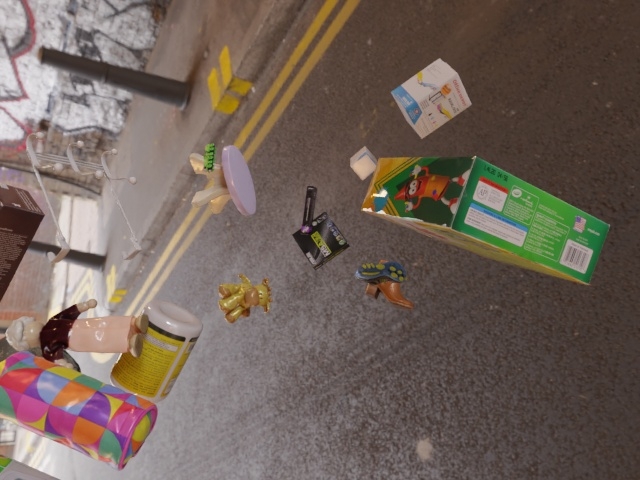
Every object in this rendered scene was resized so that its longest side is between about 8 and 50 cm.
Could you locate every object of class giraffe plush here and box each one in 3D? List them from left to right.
[{"bbox_3d":[-0.278,0.228,1.820,0.171,0.210,0.181,-3,116,36],"label":"giraffe plush"}]

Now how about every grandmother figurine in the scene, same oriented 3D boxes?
[{"bbox_3d":[-0.648,0.253,1.205,0.207,0.343,0.104,-90,4,-47],"label":"grandmother figurine"}]

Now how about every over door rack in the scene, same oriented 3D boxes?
[{"bbox_3d":[-0.586,-0.111,1.173,0.108,0.240,0.324,-23,79,23],"label":"over door rack"}]

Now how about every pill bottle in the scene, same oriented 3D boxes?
[{"bbox_3d":[-0.514,0.366,1.390,0.188,0.188,0.333,30,92,54],"label":"pill bottle"}]

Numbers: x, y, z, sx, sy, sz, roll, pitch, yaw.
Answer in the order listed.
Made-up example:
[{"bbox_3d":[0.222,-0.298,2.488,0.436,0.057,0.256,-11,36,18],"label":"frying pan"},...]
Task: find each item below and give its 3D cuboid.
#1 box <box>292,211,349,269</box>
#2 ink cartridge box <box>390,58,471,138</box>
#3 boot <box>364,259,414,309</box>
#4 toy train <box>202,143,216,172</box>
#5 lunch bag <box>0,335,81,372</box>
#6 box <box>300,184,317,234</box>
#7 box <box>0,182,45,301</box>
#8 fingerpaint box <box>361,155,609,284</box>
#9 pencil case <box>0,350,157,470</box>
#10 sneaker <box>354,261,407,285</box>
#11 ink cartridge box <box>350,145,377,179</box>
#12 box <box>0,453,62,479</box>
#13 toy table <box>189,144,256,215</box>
[{"bbox_3d":[0.000,0.000,1.967,0.184,0.045,0.190,-34,66,1],"label":"box"},{"bbox_3d":[0.442,-0.567,1.828,0.233,0.171,0.168,-34,42,12],"label":"ink cartridge box"},{"bbox_3d":[0.277,0.163,1.699,0.197,0.073,0.152,22,73,19],"label":"boot"},{"bbox_3d":[-0.233,-0.172,0.955,0.024,0.017,0.083,-12,50,9],"label":"toy train"},{"bbox_3d":[-0.942,0.430,1.436,0.235,0.287,0.169,-33,63,-7],"label":"lunch bag"},{"bbox_3d":[-0.038,-0.102,1.529,0.116,0.029,0.162,-37,-43,-86],"label":"box"},{"bbox_3d":[-1.073,0.018,1.489,0.191,0.143,0.381,37,101,34],"label":"box"},{"bbox_3d":[0.389,-0.061,1.132,0.371,0.445,0.163,21,92,66],"label":"fingerpaint box"},{"bbox_3d":[-0.358,0.240,0.656,0.104,0.237,0.104,20,-90,-84],"label":"pencil case"},{"bbox_3d":[0.196,0.108,1.487,0.078,0.188,0.067,136,133,-59],"label":"sneaker"},{"bbox_3d":[0.198,-0.355,2.079,0.092,0.090,0.143,-37,18,21],"label":"ink cartridge box"},{"bbox_3d":[-0.773,0.672,1.123,0.126,0.262,0.231,-61,9,-8],"label":"box"},{"bbox_3d":[-0.353,-0.205,1.657,0.252,0.161,0.274,-75,-24,-60],"label":"toy table"}]
